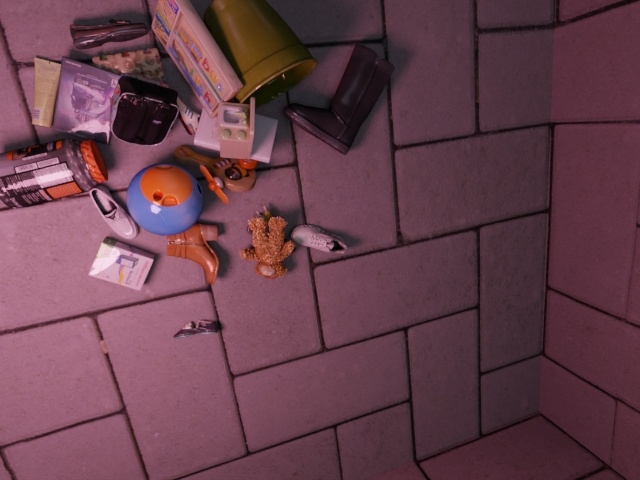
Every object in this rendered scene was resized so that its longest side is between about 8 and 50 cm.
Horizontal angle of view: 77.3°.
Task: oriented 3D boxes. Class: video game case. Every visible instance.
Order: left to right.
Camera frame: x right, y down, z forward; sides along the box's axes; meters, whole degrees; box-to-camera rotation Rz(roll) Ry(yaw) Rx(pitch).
[{"bbox_3d":[-0.888,-0.525,1.524,0.196,0.026,0.274,13,108,-21],"label":"video game case"}]

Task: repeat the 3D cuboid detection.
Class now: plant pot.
[{"bbox_3d":[-0.258,-0.753,1.554,0.367,0.366,0.352,-32,99,-8],"label":"plant pot"}]

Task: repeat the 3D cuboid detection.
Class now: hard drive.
[{"bbox_3d":[-0.346,-0.454,1.669,0.308,0.040,0.202,13,71,-11],"label":"hard drive"}]

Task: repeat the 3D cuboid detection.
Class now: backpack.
[{"bbox_3d":[-0.678,-0.488,1.521,0.225,0.190,0.253,4,141,-37],"label":"backpack"}]

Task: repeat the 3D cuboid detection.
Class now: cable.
[{"bbox_3d":[-0.232,-0.019,1.874,0.139,0.072,0.287,-41,113,-6],"label":"cable"}]

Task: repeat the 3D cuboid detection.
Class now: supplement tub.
[{"bbox_3d":[-0.996,-0.255,1.483,0.338,0.207,0.206,-18,109,-14],"label":"supplement tub"}]

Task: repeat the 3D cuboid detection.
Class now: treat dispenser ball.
[{"bbox_3d":[-0.613,-0.163,1.593,0.289,0.288,0.287,-5,105,-18],"label":"treat dispenser ball"}]

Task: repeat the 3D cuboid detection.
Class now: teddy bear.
[{"bbox_3d":[-0.236,0.041,1.826,0.245,0.113,0.337,10,116,-22],"label":"teddy bear"}]

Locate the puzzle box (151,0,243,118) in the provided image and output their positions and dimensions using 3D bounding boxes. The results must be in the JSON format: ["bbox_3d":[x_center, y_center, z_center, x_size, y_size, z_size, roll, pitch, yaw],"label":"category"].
[{"bbox_3d":[-0.463,-0.685,1.483,0.052,0.272,0.408,-40,103,-29],"label":"puzzle box"}]

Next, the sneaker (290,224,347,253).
[{"bbox_3d":[0.000,0.000,1.936,0.293,0.118,0.109,14,101,-20],"label":"sneaker"}]

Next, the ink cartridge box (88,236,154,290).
[{"bbox_3d":[-0.835,0.101,1.693,0.213,0.093,0.154,24,95,-24],"label":"ink cartridge box"}]

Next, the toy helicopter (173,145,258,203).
[{"bbox_3d":[-0.446,-0.293,1.673,0.356,0.140,0.234,20,53,-5],"label":"toy helicopter"}]

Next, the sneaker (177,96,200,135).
[{"bbox_3d":[-0.546,-0.522,1.655,0.075,0.057,0.161,-34,112,-26],"label":"sneaker"}]

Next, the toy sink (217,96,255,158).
[{"bbox_3d":[-0.323,-0.426,1.518,0.131,0.234,0.152,1,79,-14],"label":"toy sink"}]

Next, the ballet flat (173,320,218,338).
[{"bbox_3d":[-0.585,0.413,1.878,0.204,0.074,0.074,-6,106,-11],"label":"ballet flat"}]

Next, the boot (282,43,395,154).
[{"bbox_3d":[0.084,-0.661,1.771,0.367,0.146,0.444,25,99,-33],"label":"boot"}]

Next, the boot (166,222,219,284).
[{"bbox_3d":[-0.563,0.063,1.763,0.221,0.109,0.283,-3,103,-19],"label":"boot"}]

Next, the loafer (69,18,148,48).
[{"bbox_3d":[-0.785,-0.783,1.481,0.268,0.096,0.084,-19,103,-11],"label":"loafer"}]

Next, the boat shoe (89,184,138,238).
[{"bbox_3d":[-0.851,-0.106,1.637,0.095,0.084,0.258,-38,112,-7],"label":"boat shoe"}]

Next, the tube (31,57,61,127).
[{"bbox_3d":[-1.019,-0.544,1.486,0.070,0.062,0.239,-1,103,-61],"label":"tube"}]

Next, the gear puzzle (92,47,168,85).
[{"bbox_3d":[-0.777,-0.630,1.551,0.339,0.044,0.175,-14,116,-11],"label":"gear puzzle"}]
